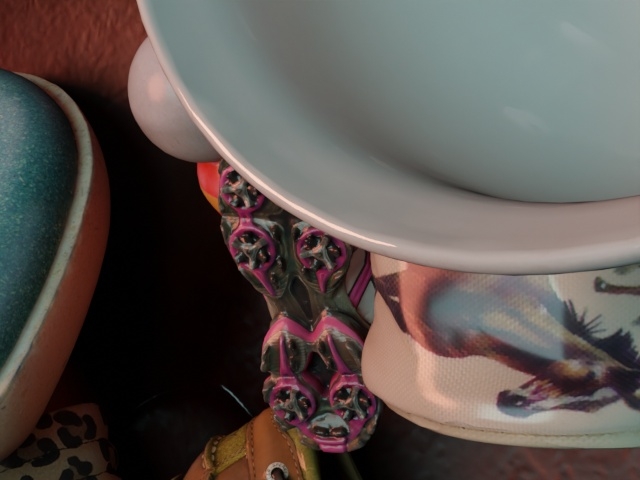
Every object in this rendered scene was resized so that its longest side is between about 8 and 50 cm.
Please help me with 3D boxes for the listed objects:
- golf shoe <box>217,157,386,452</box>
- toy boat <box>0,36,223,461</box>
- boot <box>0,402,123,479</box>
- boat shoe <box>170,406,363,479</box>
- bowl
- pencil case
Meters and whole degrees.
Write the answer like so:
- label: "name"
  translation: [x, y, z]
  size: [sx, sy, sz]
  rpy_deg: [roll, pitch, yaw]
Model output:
- label: "golf shoe"
  translation: [0.000, 0.000, 0.646]
  size: [0.067, 0.086, 0.186]
  rpy_deg: [3, 118, 18]
- label: "toy boat"
  translation: [-0.151, -0.016, 0.712]
  size: [0.318, 0.148, 0.267]
  rpy_deg: [-15, 47, 20]
- label: "boot"
  translation: [-0.205, 0.282, 0.794]
  size: [0.377, 0.138, 0.284]
  rpy_deg: [-29, 77, 27]
- label: "boat shoe"
  translation: [0.033, 0.216, 0.647]
  size: [0.104, 0.111, 0.307]
  rpy_deg: [-40, 76, 13]
- label: "bowl"
  translation: [0.096, -0.125, 0.382]
  size: [0.298, 0.134, 0.298]
  rpy_deg: [-10, 72, 34]
- label: "pencil case"
  translation: [0.106, -0.119, 0.556]
  size: [0.183, 0.160, 0.410]
  rpy_deg: [5, 94, 52]
